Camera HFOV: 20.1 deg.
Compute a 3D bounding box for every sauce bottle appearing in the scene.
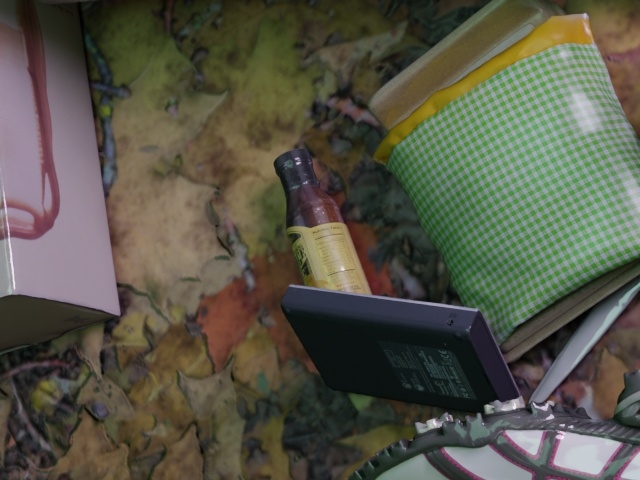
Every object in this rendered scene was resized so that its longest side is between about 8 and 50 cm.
[{"bbox_3d":[0.000,0.000,1.207,0.042,0.042,0.128,-30,65,23],"label":"sauce bottle"}]

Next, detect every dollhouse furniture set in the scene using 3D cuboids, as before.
[{"bbox_3d":[0.142,-0.090,1.057,0.301,0.151,0.197,-38,61,24],"label":"dollhouse furniture set"}]

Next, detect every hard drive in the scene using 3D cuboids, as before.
[{"bbox_3d":[0.050,0.070,1.135,0.135,0.094,0.022,6,54,31],"label":"hard drive"}]

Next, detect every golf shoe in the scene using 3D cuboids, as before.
[{"bbox_3d":[0.141,0.141,1.008,0.273,0.105,0.120,-15,80,27],"label":"golf shoe"}]

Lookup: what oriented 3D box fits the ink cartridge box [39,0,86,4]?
[{"bbox_3d":[-0.044,-0.326,1.190,0.395,0.166,0.285,-2,81,22],"label":"ink cartridge box"}]

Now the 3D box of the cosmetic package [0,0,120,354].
[{"bbox_3d":[-0.257,-0.074,1.320,0.153,0.129,0.296,-19,72,25],"label":"cosmetic package"}]

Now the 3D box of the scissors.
[{"bbox_3d":[0.219,-0.008,1.090,0.109,0.021,0.297,26,94,31],"label":"scissors"}]
